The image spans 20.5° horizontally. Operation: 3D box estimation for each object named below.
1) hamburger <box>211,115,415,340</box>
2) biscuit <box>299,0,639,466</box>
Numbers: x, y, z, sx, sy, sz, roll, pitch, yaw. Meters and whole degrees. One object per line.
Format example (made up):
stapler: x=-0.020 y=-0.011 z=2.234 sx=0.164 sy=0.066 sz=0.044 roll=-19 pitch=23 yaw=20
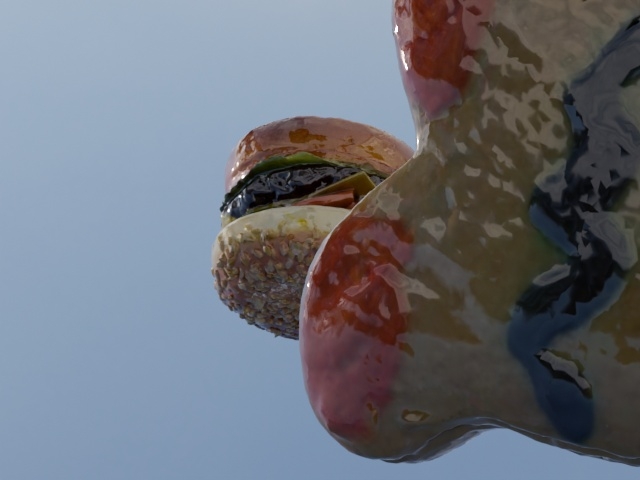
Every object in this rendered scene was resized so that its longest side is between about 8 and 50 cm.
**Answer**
hamburger: x=0.000 y=0.000 z=2.123 sx=0.291 sy=0.291 sz=0.225 roll=14 pitch=-120 yaw=-17
biscuit: x=0.181 y=-0.019 z=0.829 sx=0.394 sy=0.368 sz=0.076 roll=21 pitch=-171 yaw=32
